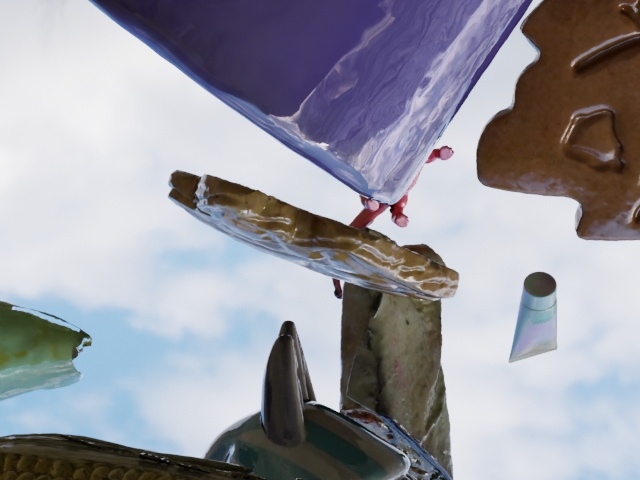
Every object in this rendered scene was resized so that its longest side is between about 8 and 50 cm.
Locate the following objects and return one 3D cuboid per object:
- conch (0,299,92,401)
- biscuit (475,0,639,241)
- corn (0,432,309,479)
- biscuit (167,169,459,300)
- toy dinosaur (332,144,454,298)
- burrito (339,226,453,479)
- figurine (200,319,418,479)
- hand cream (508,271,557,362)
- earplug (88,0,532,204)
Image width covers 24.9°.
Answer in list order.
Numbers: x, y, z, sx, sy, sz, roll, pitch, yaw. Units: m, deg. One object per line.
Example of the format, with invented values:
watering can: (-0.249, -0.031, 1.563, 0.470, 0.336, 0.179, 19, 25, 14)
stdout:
conch: (-0.337, 0.103, 1.375, 0.251, 0.143, 0.137, -2, -137, -4)
biscuit: (0.289, -0.089, 1.163, 0.306, 0.284, 0.043, 42, -164, -6)
corn: (-0.090, 0.188, 0.842, 0.305, 0.122, 0.123, 10, -148, 15)
biscuit: (-0.001, 0.004, 1.421, 0.269, 0.051, 0.376, 17, 176, 33)
toy dinosaur: (0.079, -0.071, 1.857, 0.070, 0.286, 0.139, 24, -159, -18)
burrito: (0.091, 0.157, 1.839, 0.175, 0.347, 0.107, 0, 176, -38)
figurine: (-0.025, 0.276, 1.462, 0.361, 0.377, 0.266, -14, 159, 43)
hand cream: (0.305, 0.113, 2.037, 0.076, 0.174, 0.047, -14, -128, -8)
earplug: (0.078, -0.251, 0.602, 0.215, 0.456, 0.215, 37, -174, -5)
